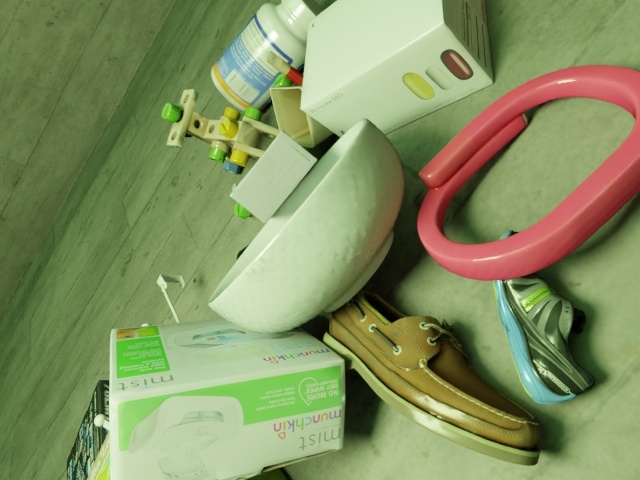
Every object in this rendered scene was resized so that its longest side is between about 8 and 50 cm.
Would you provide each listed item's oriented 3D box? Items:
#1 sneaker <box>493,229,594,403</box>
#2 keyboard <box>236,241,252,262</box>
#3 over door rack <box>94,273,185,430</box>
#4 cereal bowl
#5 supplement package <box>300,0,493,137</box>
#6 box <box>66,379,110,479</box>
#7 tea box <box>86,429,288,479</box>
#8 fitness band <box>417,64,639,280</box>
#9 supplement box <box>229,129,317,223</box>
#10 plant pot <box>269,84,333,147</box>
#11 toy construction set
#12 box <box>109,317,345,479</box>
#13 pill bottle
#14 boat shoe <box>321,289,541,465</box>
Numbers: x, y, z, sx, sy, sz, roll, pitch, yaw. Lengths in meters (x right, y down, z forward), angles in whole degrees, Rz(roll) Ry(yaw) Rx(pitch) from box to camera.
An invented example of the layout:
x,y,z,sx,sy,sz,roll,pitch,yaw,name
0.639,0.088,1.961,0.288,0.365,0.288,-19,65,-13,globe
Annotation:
x,y,z,sx,sy,sz,roll,pitch,yaw,name
0.232,0.074,0.472,0.078,0.067,0.188,-16,56,17,sneaker
-0.134,0.084,0.879,0.108,0.023,0.180,-32,51,41,keyboard
-0.342,0.238,0.862,0.239,0.108,0.324,-59,34,14,over door rack
0.000,0.000,0.636,0.339,0.141,0.339,-48,9,10,cereal bowl
0.114,-0.308,0.715,0.262,0.145,0.203,-18,58,41,supplement package
-0.481,0.512,0.961,0.293,0.074,0.295,-63,37,22,box
-0.197,0.461,0.604,0.324,0.220,0.328,24,90,51,tea box
0.234,-0.079,0.501,0.291,0.054,0.209,-44,37,1,fitness band
-0.079,-0.109,0.775,0.130,0.073,0.239,-51,7,2,supplement box
-0.017,-0.247,0.844,0.109,0.096,0.108,23,134,50,plant pot
-0.177,-0.254,0.926,0.308,0.237,0.257,-53,42,14,toy construction set
-0.134,0.195,0.587,0.231,0.262,0.126,-166,76,-66,box
-0.112,-0.432,1.012,0.272,0.152,0.152,-38,47,28,pill bottle
0.112,0.135,0.521,0.307,0.111,0.104,19,87,49,boat shoe
